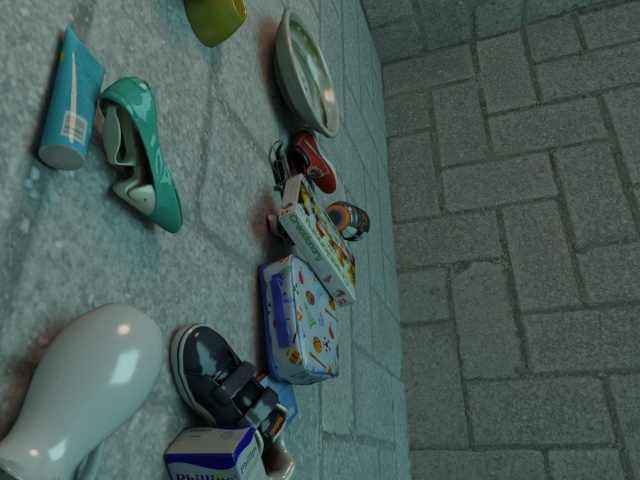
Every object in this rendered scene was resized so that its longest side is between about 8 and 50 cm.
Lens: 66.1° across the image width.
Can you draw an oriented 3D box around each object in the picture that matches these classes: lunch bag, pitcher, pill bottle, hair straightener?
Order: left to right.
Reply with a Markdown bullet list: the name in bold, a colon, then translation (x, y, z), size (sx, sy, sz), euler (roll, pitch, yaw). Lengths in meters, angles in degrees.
- **pitcher**: translation (-0.267, 0.192, 0.568), size (0.177, 0.126, 0.207), euler (92, 16, -45)
- **hair straightener**: translation (-0.095, -0.162, 1.352), size (0.089, 0.047, 0.230), euler (-30, 110, -71)
- **lunch bag**: translation (-0.052, 0.185, 1.173), size (0.243, 0.115, 0.303), euler (33, 42, -59)
- **pill bottle**: translation (0.087, -0.067, 1.730), size (0.246, 0.131, 0.130), euler (9, 73, -71)

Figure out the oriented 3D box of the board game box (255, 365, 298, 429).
- **board game box**: translation (-0.119, 0.364, 1.053), size (0.281, 0.027, 0.145), euler (-20, 99, -72)

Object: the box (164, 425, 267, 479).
- **box**: translation (-0.158, 0.370, 0.770), size (0.072, 0.126, 0.137), euler (-44, 122, -67)

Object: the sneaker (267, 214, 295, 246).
- **sneaker**: translation (-0.072, -0.027, 1.308), size (0.178, 0.077, 0.072), euler (23, 61, -70)

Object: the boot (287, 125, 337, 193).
- **boot**: translation (-0.026, -0.211, 1.536), size (0.244, 0.088, 0.176), euler (58, 28, -33)

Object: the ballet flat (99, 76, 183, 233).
- **ballet flat**: translation (-0.273, -0.111, 0.727), size (0.087, 0.083, 0.247), euler (-38, 132, -47)

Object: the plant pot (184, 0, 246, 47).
- **plant pot**: translation (-0.217, -0.500, 1.064), size (0.134, 0.095, 0.134), euler (-9, 90, -72)

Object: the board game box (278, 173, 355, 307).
- **board game box**: translation (0.000, 0.000, 1.258), size (0.305, 0.053, 0.193), euler (56, 21, -29)

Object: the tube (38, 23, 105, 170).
- **tube**: translation (-0.328, -0.191, 0.659), size (0.080, 0.052, 0.207), euler (70, 13, -59)

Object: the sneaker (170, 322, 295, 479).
- **sneaker**: translation (-0.135, 0.280, 0.843), size (0.126, 0.128, 0.321), euler (-45, 119, -53)

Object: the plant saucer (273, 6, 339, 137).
- **plant saucer**: translation (-0.057, -0.501, 1.523), size (0.400, 0.101, 0.400), euler (-14, 90, -72)
